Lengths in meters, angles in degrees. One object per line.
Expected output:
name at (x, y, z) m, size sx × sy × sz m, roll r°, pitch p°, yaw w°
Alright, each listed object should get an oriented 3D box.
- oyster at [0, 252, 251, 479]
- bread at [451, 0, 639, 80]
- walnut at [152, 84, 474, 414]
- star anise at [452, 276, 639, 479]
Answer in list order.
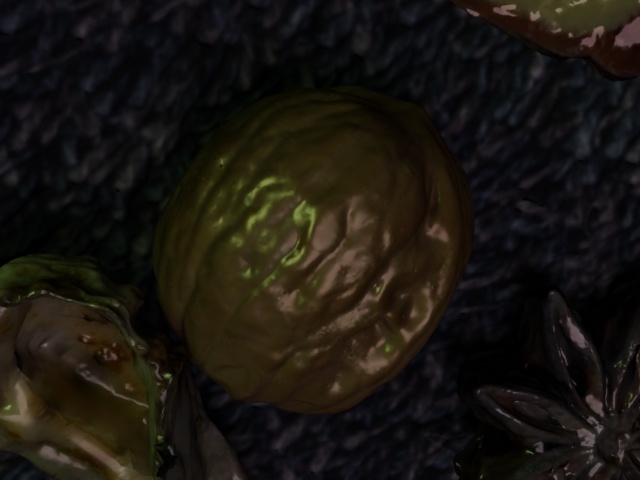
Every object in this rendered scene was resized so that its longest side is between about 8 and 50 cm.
oyster at (-0.127, 0.128, 1.018) m, size 0.133 × 0.197 × 0.337 m, roll -58°, pitch 134°, yaw -29°
bread at (0.121, -0.227, 0.895) m, size 0.244 × 0.123 × 0.190 m, roll 23°, pitch 110°, yaw -23°
walnut at (0.000, 0.000, 0.967) m, size 0.213 × 0.213 × 0.213 m, roll -5°, pitch 120°, yaw -9°
star anise at (0.189, 0.135, 1.128) m, size 0.223 × 0.109 × 0.236 m, roll -5°, pitch 105°, yaw -25°
